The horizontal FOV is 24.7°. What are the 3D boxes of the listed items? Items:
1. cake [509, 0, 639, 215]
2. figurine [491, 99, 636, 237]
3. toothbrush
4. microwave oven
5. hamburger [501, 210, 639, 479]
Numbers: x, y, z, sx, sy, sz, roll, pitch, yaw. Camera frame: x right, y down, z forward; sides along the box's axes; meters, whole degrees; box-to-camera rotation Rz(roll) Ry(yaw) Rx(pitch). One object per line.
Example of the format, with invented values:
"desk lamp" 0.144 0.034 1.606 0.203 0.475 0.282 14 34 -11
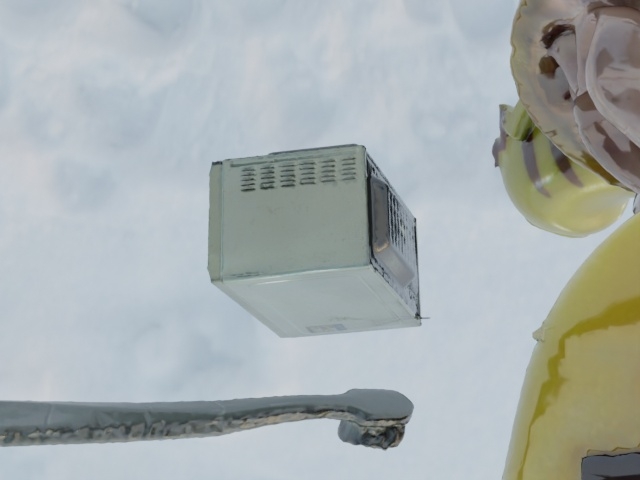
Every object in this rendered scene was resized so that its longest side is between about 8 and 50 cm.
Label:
"cake" 0.165 -0.072 0.596 0.185 0.178 0.207 32 151 -23
"figurine" 0.294 -0.131 1.449 0.169 0.218 0.326 -1 160 -35
"toothbrush" -0.082 0.095 0.759 0.297 0.030 0.031 3 112 -29
"microwave oven" 0.000 0.000 1.319 0.163 0.129 0.205 -7 161 13
"hamburger" 0.161 0.118 0.462 0.227 0.295 0.151 4 160 42
